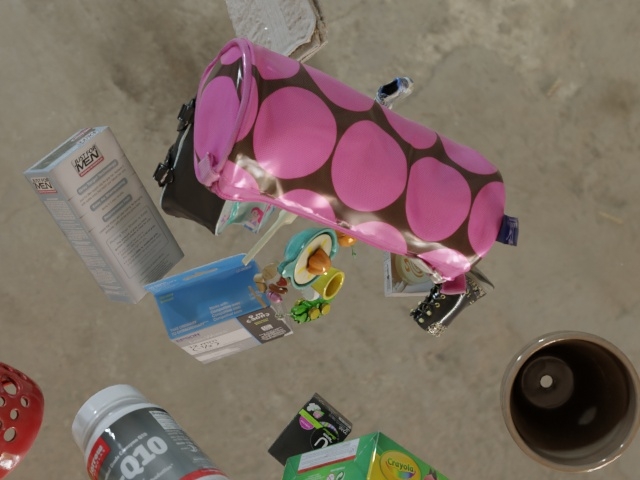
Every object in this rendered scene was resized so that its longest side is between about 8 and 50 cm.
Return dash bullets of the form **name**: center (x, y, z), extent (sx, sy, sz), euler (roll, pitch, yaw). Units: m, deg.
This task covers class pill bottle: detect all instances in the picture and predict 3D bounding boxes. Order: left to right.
- **pill bottle**: center (-0.274, 0.364, 1.249), extent (0.283, 0.161, 0.161), euler (33, 101, 39)

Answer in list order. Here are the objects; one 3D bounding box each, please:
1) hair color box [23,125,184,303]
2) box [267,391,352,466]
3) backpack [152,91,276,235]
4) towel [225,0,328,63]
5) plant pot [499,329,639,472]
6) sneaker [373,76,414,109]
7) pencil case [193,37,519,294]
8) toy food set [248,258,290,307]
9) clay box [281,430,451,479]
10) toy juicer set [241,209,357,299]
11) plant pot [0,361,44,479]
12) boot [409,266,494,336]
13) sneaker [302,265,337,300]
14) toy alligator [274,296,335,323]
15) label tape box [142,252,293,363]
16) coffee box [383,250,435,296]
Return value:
- **hair color box**: center (-0.490, -0.055, 1.807), extent (0.113, 0.185, 0.375), euler (2, 129, 40)
- **box**: center (-0.011, 0.232, 0.917), extent (0.062, 0.052, 0.083), euler (40, 89, 6)
- **backpack**: center (-0.133, -0.135, 1.202), extent (0.191, 0.253, 0.225), euler (21, 102, -9)
- **towel**: center (-0.093, -0.422, 1.357), extent (0.187, 0.049, 0.282), euler (-30, 75, 42)
- **plant pot**: center (0.471, 0.297, 1.553), extent (0.262, 0.229, 0.263), euler (0, 92, 2)
- **sneaker**: center (0.145, -0.328, 1.776), extent (0.135, 0.058, 0.052), euler (-39, 63, 33)
- **pencil case**: center (0.019, -0.040, 0.483), extent (0.095, 0.209, 0.098), euler (-2, 71, 61)
- **toy food set**: center (-0.095, 0.089, 1.582), extent (0.078, 0.019, 0.122), euler (52, 136, 0)
- **clay box**: center (0.083, 0.261, 0.723), extent (0.127, 0.222, 0.053), euler (-29, 33, 41)
- **toy juicer set**: center (0.000, 0.000, 1.512), extent (0.089, 0.329, 0.209), euler (32, 93, 27)
- **plant pot**: center (-0.554, 0.260, 1.193), extent (0.191, 0.174, 0.191), euler (-18, 49, 22)
- **boot**: center (0.256, 0.110, 1.692), extent (0.179, 0.236, 0.085), euler (-47, 44, 13)
- **sneaker**: center (0.003, 0.057, 1.774), extent (0.058, 0.084, 0.152), euler (14, 109, 37)
- **toy alligator**: center (-0.038, 0.169, 1.801), extent (0.056, 0.189, 0.051), euler (30, 123, 35)
- **label tape box**: center (-0.228, 0.165, 1.825), extent (0.249, 0.348, 0.115), euler (-19, 67, 4)
- **coffee box**: center (0.222, 0.006, 1.850), extent (0.141, 0.098, 0.247), euler (0, 81, -5)
